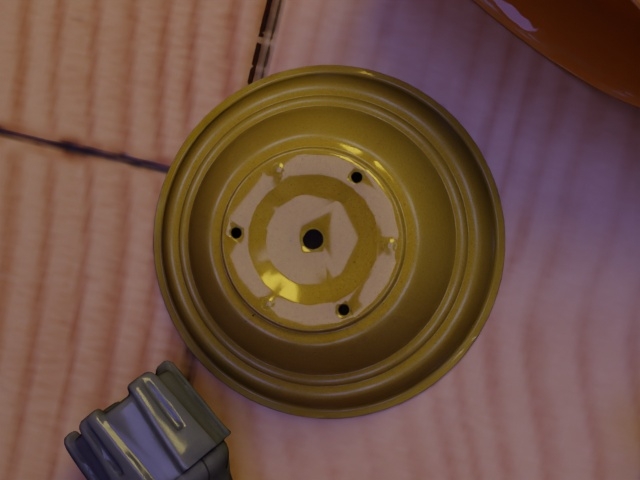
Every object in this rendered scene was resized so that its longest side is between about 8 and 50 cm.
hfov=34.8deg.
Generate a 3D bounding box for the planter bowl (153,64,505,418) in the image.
[{"bbox_3d":[0.000,0.000,0.582,0.217,0.090,0.217,0,89,5],"label":"planter bowl"}]

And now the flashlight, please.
[{"bbox_3d":[-0.022,0.207,0.576,0.103,0.103,0.304,-37,87,5],"label":"flashlight"}]

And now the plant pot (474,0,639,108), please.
[{"bbox_3d":[0.164,-0.198,0.509,0.205,0.205,0.188,39,93,5],"label":"plant pot"}]
